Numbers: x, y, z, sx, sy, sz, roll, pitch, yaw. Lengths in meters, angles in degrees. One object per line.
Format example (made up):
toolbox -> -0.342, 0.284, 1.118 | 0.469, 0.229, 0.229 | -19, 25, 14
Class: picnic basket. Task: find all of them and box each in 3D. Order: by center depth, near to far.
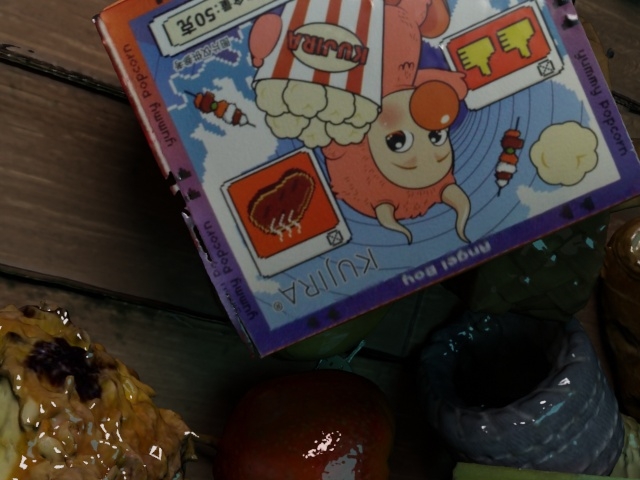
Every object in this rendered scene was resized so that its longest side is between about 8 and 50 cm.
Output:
picnic basket -> 0.284, -0.078, 1.339 | 0.337, 0.293, 0.337 | -2, 103, -9

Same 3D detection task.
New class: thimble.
thimble -> 0.221, 0.192, 1.411 | 0.205, 0.236, 0.172 | -43, 123, -25

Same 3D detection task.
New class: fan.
fan -> 0.023, 0.142, 1.405 | 0.083, 0.004, 0.056 | -49, 122, -15

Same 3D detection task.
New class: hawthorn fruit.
hawthorn fruit -> -0.033, 0.219, 1.296 | 0.225, 0.196, 0.197 | 8, 97, -4

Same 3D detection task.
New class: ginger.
ginger -> 0.478, 0.119, 1.607 | 0.254, 0.176, 0.418 | -40, 122, -29

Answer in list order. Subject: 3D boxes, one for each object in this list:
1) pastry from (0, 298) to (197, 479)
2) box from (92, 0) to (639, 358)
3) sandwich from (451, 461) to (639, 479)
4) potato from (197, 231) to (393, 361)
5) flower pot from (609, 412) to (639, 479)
pastry -> -0.268, 0.275, 1.073 | 0.405, 0.292, 0.337 | -57, 135, -21
box -> 0.052, -0.120, 1.074 | 0.348, 0.257, 0.319 | -23, 94, 9
sandwich -> 0.227, 0.292, 1.304 | 0.212, 0.063, 0.245 | 30, 128, -19
potato -> 0.000, 0.000, 1.297 | 0.239, 0.116, 0.299 | -15, 108, -26
flower pot -> 0.338, 0.363, 1.525 | 0.307, 0.244, 0.308 | -9, 106, -33
